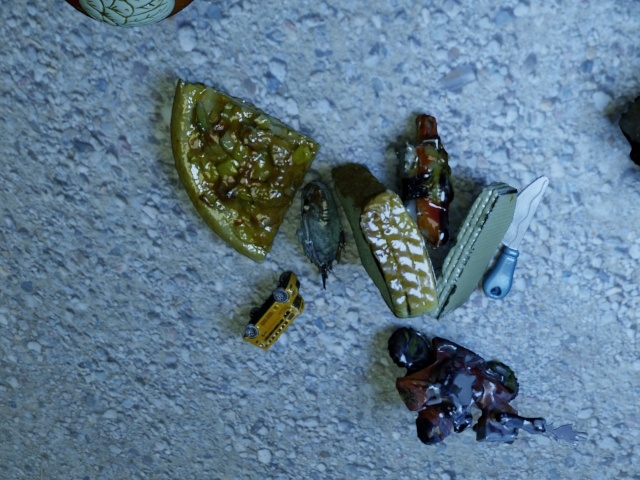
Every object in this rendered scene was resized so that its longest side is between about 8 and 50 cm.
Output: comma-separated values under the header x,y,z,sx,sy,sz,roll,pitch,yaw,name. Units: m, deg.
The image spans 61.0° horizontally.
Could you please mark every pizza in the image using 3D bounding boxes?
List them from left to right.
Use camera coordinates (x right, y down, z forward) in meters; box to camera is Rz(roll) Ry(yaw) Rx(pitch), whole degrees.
x,y,z,sx,sy,sz,roll,pitch,yaw,name
-0.167,-0.111,0.958,0.257,0.087,0.268,26,117,-3,pizza

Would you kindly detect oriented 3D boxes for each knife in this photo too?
x,y,z,sx,sy,sz,roll,pitch,yaw,name
0.346,-0.004,0.984,0.058,0.032,0.244,15,111,8,knife

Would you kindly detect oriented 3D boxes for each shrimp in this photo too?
x,y,z,sx,sy,sz,roll,pitch,yaw,name
0.000,0.000,0.997,0.090,0.079,0.233,-20,124,-27,shrimp

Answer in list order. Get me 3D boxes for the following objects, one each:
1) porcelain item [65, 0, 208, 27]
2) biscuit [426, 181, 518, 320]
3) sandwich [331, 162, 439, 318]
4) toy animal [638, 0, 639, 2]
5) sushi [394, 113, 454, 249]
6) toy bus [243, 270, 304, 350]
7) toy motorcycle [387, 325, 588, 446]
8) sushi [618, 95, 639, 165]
x,y,z,sx,sy,sz,roll,pitch,yaw,name
-0.265,-0.401,0.784,0.252,0.253,0.253,2,115,5,porcelain item
0.261,0.014,0.935,0.052,0.150,0.252,35,120,26,biscuit
0.103,-0.005,0.883,0.087,0.251,0.226,-20,111,0,sandwich
0.417,-0.375,0.665,0.357,0.258,0.194,0,107,-19,toy animal
0.175,-0.097,0.917,0.103,0.097,0.226,-1,91,20,sushi
-0.085,0.139,1.070,0.074,0.070,0.162,35,115,-11,toy bus
0.305,0.314,1.042,0.400,0.207,0.134,22,144,-8,toy motorcycle
0.585,-0.141,0.794,0.238,0.225,0.219,-5,129,44,sushi
